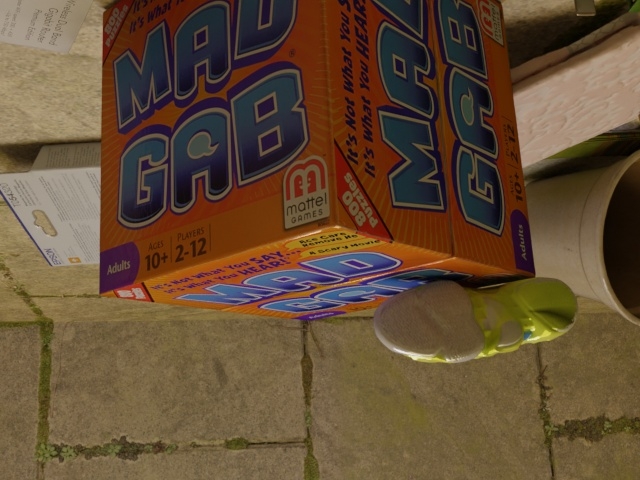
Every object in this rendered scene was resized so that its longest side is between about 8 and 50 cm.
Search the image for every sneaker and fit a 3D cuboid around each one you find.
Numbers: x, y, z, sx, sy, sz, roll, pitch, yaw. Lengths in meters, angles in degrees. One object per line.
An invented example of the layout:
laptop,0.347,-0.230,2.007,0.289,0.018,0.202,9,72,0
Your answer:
sneaker,0.167,0.097,0.932,0.240,0.091,0.126,-2,167,-13

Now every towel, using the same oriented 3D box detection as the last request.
towel,0.488,-0.170,1.511,0.237,0.021,0.102,-3,165,0
towel,0.321,-0.189,1.194,0.317,0.053,0.332,-24,162,16

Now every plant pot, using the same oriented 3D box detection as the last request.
plant pot,0.539,-0.015,1.584,0.334,0.333,0.305,6,180,-30

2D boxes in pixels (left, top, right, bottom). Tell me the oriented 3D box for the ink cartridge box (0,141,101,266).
ink cartridge box,-0.389,-0.063,1.507,0.330,0.071,0.324,-2,149,2

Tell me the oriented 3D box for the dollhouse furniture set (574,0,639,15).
dollhouse furniture set,0.295,-0.293,0.930,0.152,0.058,0.076,-2,165,-4

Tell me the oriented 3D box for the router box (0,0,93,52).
router box,-0.341,-0.303,0.724,0.301,0.082,0.335,5,163,-27

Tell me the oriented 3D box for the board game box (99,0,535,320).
board game box,-0.008,-0.117,0.956,0.356,0.356,0.356,-16,161,40

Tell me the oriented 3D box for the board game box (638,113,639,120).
board game box,0.591,-0.216,1.218,0.141,0.048,0.170,-8,161,-22
